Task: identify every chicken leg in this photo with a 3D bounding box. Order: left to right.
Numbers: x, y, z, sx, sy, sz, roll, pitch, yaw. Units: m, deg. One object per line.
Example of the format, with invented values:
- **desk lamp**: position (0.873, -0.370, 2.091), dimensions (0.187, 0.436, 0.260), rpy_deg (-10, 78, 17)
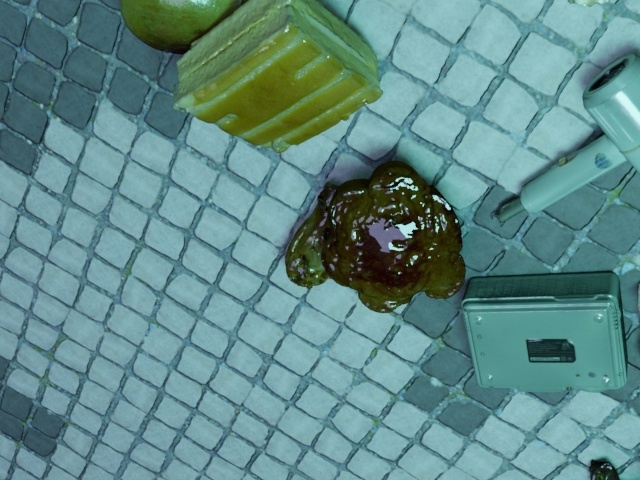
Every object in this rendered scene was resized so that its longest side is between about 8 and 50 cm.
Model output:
- **chicken leg**: position (-0.002, -0.002, 1.572), dimensions (0.085, 0.101, 0.208), rpy_deg (10, 118, -22)

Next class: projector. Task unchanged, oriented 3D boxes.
- **projector**: position (0.379, 0.161, 1.522), dimensions (0.256, 0.099, 0.192), rpy_deg (-3, 119, 22)

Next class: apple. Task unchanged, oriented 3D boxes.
- **apple**: position (-0.201, -0.377, 1.376), dimensions (0.188, 0.174, 0.207), rpy_deg (18, 140, 12)

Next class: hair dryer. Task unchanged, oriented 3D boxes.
- **hair dryer**: position (0.384, -0.115, 1.365), dimensions (0.173, 0.107, 0.357), rpy_deg (47, 130, -8)

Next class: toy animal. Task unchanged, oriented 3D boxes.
- **toy animal**: position (0.559, 0.490, 1.675), dimensions (0.218, 0.116, 0.180), rpy_deg (-17, 86, 57)

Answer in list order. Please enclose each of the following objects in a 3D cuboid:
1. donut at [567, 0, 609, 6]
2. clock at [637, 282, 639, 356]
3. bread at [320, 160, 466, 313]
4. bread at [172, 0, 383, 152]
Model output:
- **donut**: position (0.425, -0.359, 1.212), dimensions (0.165, 0.065, 0.108), rpy_deg (17, 124, 11)
- **clock**: position (0.591, 0.147, 1.442), dimensions (0.165, 0.093, 0.162), rpy_deg (-9, 119, 24)
- **bread**: position (0.111, -0.008, 1.475), dimensions (0.232, 0.135, 0.247), rpy_deg (-16, 114, 8)
- **bread**: position (-0.064, -0.246, 1.370), dimensions (0.246, 0.111, 0.239), rpy_deg (-26, 146, 30)
